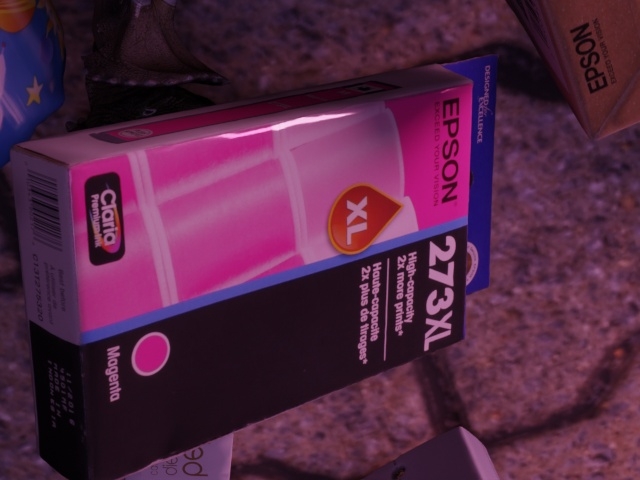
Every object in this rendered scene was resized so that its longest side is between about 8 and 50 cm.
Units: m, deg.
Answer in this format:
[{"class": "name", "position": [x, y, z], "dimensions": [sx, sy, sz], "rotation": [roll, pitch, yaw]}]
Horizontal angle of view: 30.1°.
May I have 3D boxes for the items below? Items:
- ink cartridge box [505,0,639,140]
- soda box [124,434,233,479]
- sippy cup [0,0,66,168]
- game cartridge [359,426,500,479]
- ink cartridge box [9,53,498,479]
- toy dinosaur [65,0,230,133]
[{"class": "ink cartridge box", "position": [0.126, -0.203, 0.648], "dimensions": [0.088, 0.193, 0.235], "rotation": [-25, 131, 7]}, {"class": "soda box", "position": [-0.098, 0.136, 0.823], "dimensions": [0.073, 0.069, 0.216], "rotation": [3, 129, -6]}, {"class": "sippy cup", "position": [-0.257, -0.141, 0.643], "dimensions": [0.305, 0.240, 0.224], "rotation": [-18, 140, 10]}, {"class": "game cartridge", "position": [0.017, 0.270, 0.849], "dimensions": [0.297, 0.198, 0.062], "rotation": [-40, 109, 11]}, {"class": "ink cartridge box", "position": [0.000, 0.000, 0.708], "dimensions": [0.371, 0.069, 0.176], "rotation": [-18, 116, -41]}, {"class": "toy dinosaur", "position": [-0.074, -0.029, 0.751], "dimensions": [0.160, 0.121, 0.313], "rotation": [-21, 119, 37]}]
